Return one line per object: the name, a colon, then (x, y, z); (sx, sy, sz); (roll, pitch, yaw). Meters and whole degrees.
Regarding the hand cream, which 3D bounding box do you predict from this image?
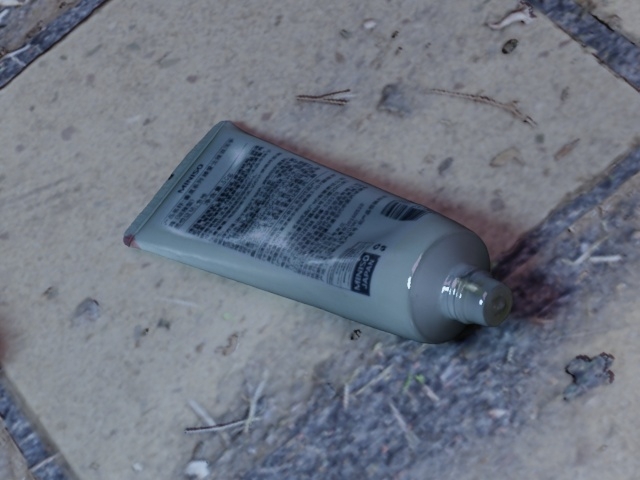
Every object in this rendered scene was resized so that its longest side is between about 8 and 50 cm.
hand cream: (0.000, 0.000, 1.356); (0.340, 0.078, 0.124); (21, 67, 45)
